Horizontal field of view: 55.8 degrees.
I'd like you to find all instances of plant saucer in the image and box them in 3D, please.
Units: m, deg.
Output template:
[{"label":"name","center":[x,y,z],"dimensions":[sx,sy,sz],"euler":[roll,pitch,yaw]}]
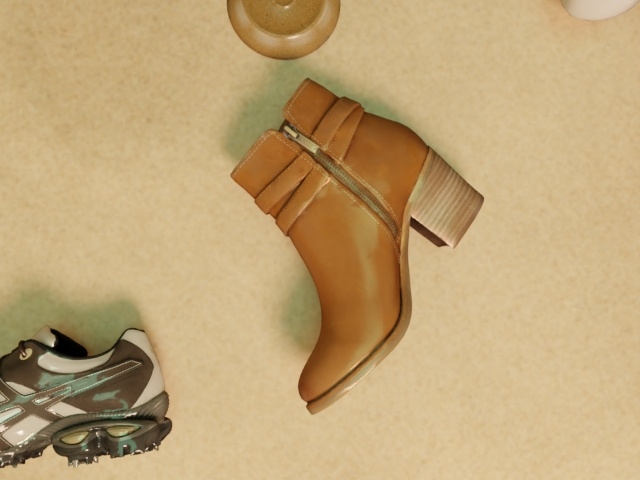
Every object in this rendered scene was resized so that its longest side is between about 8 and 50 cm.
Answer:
[{"label":"plant saucer","center":[-0.027,-0.174,0.436],"dimensions":[0.083,0.015,0.084],"euler":[0,90,-2]}]

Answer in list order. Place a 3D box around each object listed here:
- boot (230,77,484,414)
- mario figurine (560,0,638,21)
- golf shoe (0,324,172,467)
[{"label":"boot","center":[0.000,0.000,0.410],"dimensions":[0.152,0.073,0.197],"euler":[35,76,-3]},{"label":"mario figurine","center":[0.234,-0.265,0.377],"dimensions":[0.320,0.170,0.198],"euler":[48,64,-24]},{"label":"golf shoe","center":[-0.202,0.107,0.406],"dimensions":[0.198,0.077,0.094],"euler":[-5,79,-9]}]
